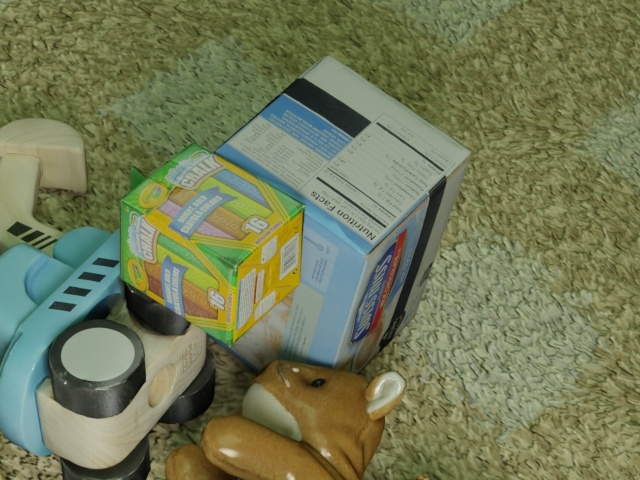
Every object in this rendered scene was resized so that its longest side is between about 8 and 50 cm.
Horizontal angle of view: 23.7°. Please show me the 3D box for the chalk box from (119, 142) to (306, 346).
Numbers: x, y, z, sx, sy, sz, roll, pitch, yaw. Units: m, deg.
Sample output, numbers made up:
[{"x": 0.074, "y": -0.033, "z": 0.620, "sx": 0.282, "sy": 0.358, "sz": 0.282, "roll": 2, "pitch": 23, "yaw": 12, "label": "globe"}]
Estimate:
[{"x": -0.141, "y": -0.008, "z": 1.708, "sx": 0.213, "sy": 0.132, "sz": 0.132, "roll": 28, "pitch": 49, "yaw": 23, "label": "chalk box"}]

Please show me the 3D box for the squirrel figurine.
[{"x": 0.012, "y": 0.324, "z": 1.723, "sx": 0.397, "sy": 0.281, "sz": 0.370, "roll": 32, "pitch": 40, "yaw": -4, "label": "squirrel figurine"}]

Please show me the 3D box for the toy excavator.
[{"x": -0.321, "y": 0.046, "z": 1.890, "sx": 0.445, "sy": 0.222, "sz": 0.433, "roll": 24, "pitch": 49, "yaw": 19, "label": "toy excavator"}]

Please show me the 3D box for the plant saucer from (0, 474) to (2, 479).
[{"x": -0.514, "y": 0.210, "z": 1.609, "sx": 0.081, "sy": 0.333, "sz": 0.332, "roll": -2, "pitch": 16, "yaw": 41, "label": "plant saucer"}]

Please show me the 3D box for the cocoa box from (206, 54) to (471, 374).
[{"x": 0.000, "y": 0.000, "z": 1.885, "sx": 0.231, "sy": 0.347, "sz": 0.228, "roll": 35, "pitch": 53, "yaw": 15, "label": "cocoa box"}]
